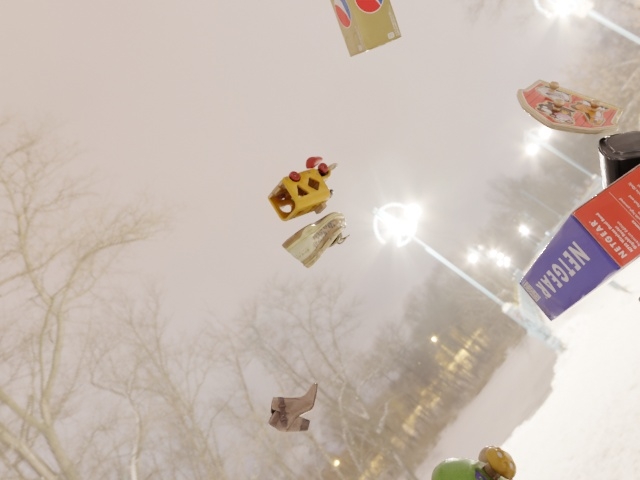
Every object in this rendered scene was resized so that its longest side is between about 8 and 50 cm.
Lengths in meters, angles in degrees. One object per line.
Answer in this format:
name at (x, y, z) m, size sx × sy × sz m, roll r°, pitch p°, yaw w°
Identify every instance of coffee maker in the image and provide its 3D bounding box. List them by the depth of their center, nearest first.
coffee maker at (0.533, -0.088, 1.014) m, size 0.171 × 0.120 × 0.178 m, roll -20°, pitch -63°, yaw -3°

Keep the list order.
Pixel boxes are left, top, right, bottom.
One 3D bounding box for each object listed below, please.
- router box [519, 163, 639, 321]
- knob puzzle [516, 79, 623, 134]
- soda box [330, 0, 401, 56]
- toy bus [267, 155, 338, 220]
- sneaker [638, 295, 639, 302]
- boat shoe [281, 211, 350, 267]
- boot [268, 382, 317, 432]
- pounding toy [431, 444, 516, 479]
router box at (0.442, -0.034, 0.785) m, size 0.301 × 0.082 × 0.335 m, roll -34°, pitch -20°, yaw -4°
knob puzzle at (0.456, -0.249, 1.072) m, size 0.213 × 0.213 × 0.030 m, roll -36°, pitch -33°, yaw -42°
soda box at (0.043, -0.343, 0.766) m, size 0.058 × 0.181 × 0.061 m, roll -26°, pitch 16°, yaw -13°
toy bus at (-0.027, -0.117, 1.453) m, size 0.202 × 0.104 × 0.191 m, roll -32°, pitch -11°, yaw 5°
sneaker at (0.693, 0.102, 1.019) m, size 0.111 × 0.129 × 0.297 m, roll -24°, pitch -19°, yaw -7°
boat shoe at (0.000, 0.000, 1.480) m, size 0.104 × 0.089 × 0.285 m, roll -39°, pitch -5°, yaw 30°
boot at (-0.058, 0.342, 1.210) m, size 0.042 × 0.087 × 0.118 m, roll 111°, pitch 175°, yaw -52°
pounding toy at (0.293, 0.392, 0.916) m, size 0.237 × 0.183 × 0.110 m, roll 11°, pitch -59°, yaw -50°
